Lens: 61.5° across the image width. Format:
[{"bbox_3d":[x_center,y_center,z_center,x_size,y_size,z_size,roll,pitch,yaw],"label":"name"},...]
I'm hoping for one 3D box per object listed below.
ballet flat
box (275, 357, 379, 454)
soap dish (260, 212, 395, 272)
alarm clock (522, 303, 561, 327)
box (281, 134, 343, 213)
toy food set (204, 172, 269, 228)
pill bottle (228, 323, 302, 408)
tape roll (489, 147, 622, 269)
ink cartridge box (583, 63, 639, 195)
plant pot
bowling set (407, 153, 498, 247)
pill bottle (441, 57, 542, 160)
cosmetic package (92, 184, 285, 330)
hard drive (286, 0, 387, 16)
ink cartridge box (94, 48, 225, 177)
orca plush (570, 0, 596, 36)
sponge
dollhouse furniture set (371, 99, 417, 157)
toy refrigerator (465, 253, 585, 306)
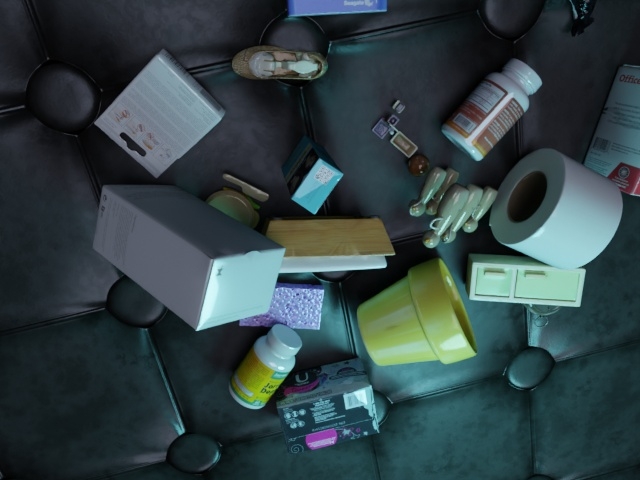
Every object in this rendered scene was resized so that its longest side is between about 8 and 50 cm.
[{"bbox_3d":[-0.085,-0.377,1.145,0.206,0.067,0.073,-4,113,-7],"label":"ballet flat"},{"bbox_3d":[0.013,0.435,1.438,0.247,0.142,0.163,-13,111,-5],"label":"box"},{"bbox_3d":[0.000,0.000,1.230,0.291,0.229,0.118,-1,95,-8],"label":"soap dish"},{"bbox_3d":[0.609,0.157,1.466,0.129,0.064,0.192,-9,115,-5],"label":"alarm clock"},{"bbox_3d":[-0.024,-0.147,1.148,0.060,0.244,0.100,32,103,-19],"label":"box"},{"bbox_3d":[-0.212,-0.060,1.271,0.132,0.038,0.192,28,110,-10],"label":"toy food set"},{"bbox_3d":[-0.137,0.318,1.371,0.118,0.117,0.208,28,110,-18],"label":"pill bottle"},{"bbox_3d":[0.546,-0.073,1.266,0.169,0.246,0.246,21,106,-15],"label":"tape roll"},{"bbox_3d":[0.753,-0.254,1.251,0.114,0.197,0.272,7,110,-13],"label":"ink cartridge box"},{"bbox_3d":[0.230,0.197,1.337,0.239,0.254,0.254,-22,114,18],"label":"plant pot"},{"bbox_3d":[0.276,-0.097,1.280,0.287,0.200,0.154,-3,126,-54],"label":"bowling set"},{"bbox_3d":[0.389,-0.297,1.220,0.121,0.121,0.216,38,101,-20],"label":"pill bottle"},{"bbox_3d":[-0.275,0.015,1.093,0.197,0.365,0.155,-6,119,-51],"label":"cosmetic package"},{"bbox_3d":[0.027,-0.627,1.079,0.210,0.040,0.318,-6,112,-7],"label":"hard drive"},{"bbox_3d":[-0.347,-0.269,1.169,0.225,0.056,0.181,-35,114,26],"label":"ink cartridge box"},{"bbox_3d":[0.544,-0.583,1.142,0.151,0.102,0.287,-14,113,-3],"label":"orca plush"},{"bbox_3d":[-0.099,0.166,1.374,0.210,0.031,0.117,5,111,-10],"label":"sponge"},{"bbox_3d":[0.194,-0.247,1.231,0.114,0.081,0.091,37,102,-20],"label":"dollhouse furniture set"},{"bbox_3d":[0.515,0.100,1.368,0.270,0.094,0.102,4,105,7],"label":"toy refrigerator"}]
